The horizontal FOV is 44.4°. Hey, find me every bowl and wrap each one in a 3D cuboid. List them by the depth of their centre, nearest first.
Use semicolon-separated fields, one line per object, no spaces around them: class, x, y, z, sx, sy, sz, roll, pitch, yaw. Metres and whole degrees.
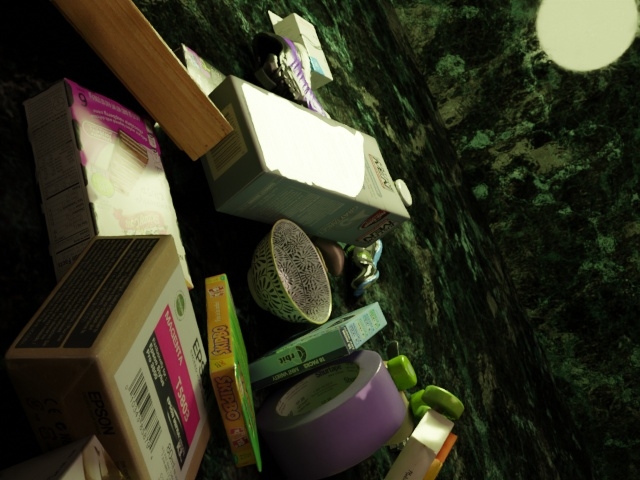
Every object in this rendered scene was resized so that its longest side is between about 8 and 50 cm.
bowl;-0.059;0.060;1.198;0.170;0.080;0.170;50;26;-37

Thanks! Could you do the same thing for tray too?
tray;-0.278;-0.294;0.960;0.411;0.076;0.203;52;0;-34

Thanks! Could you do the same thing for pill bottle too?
pill bottle;0.140;-0.086;1.763;0.065;0.116;0.065;49;28;-37

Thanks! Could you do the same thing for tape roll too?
tape roll;0.013;0.230;1.047;0.080;0.189;0.189;62;22;-10

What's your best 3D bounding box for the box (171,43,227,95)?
box;-0.179;-0.238;1.290;0.162;0.029;0.116;31;40;-58

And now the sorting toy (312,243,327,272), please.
sorting toy;-0.047;-0.062;1.418;0.208;0.038;0.193;51;26;-45

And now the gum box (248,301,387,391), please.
gum box;-0.003;0.150;1.134;0.041;0.157;0.184;66;22;1

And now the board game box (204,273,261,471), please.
board game box;-0.104;0.147;0.911;0.259;0.039;0.124;-120;-164;-66

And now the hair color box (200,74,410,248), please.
hair color box;-0.026;-0.116;1.287;0.374;0.113;0.185;13;48;-49

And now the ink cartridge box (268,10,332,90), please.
ink cartridge box;-0.045;-0.438;1.762;0.104;0.060;0.180;3;65;-66

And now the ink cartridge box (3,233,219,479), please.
ink cartridge box;-0.178;0.139;0.730;0.193;0.088;0.234;-73;157;-57

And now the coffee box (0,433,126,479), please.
coffee box;-0.173;0.329;0.605;0.297;0.119;0.168;61;21;-14

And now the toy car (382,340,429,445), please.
toy car;0.091;0.233;1.297;0.149;0.155;0.188;58;13;-22

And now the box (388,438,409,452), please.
box;0.139;0.350;1.451;0.067;0.018;0.083;30;41;-56

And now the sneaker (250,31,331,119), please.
sneaker;-0.072;-0.280;1.506;0.146;0.102;0.293;22;43;-55

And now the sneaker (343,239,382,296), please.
sneaker;0.077;0.044;1.577;0.078;0.067;0.188;36;33;-16

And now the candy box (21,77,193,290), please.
candy box;-0.241;-0.049;0.896;0.159;0.071;0.233;19;52;-63

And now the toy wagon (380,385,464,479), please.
toy wagon;0.099;0.348;1.068;0.068;0.267;0.344;31;-19;15

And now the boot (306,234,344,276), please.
boot;0.000;0.000;1.373;0.087;0.042;0.118;28;44;-55
